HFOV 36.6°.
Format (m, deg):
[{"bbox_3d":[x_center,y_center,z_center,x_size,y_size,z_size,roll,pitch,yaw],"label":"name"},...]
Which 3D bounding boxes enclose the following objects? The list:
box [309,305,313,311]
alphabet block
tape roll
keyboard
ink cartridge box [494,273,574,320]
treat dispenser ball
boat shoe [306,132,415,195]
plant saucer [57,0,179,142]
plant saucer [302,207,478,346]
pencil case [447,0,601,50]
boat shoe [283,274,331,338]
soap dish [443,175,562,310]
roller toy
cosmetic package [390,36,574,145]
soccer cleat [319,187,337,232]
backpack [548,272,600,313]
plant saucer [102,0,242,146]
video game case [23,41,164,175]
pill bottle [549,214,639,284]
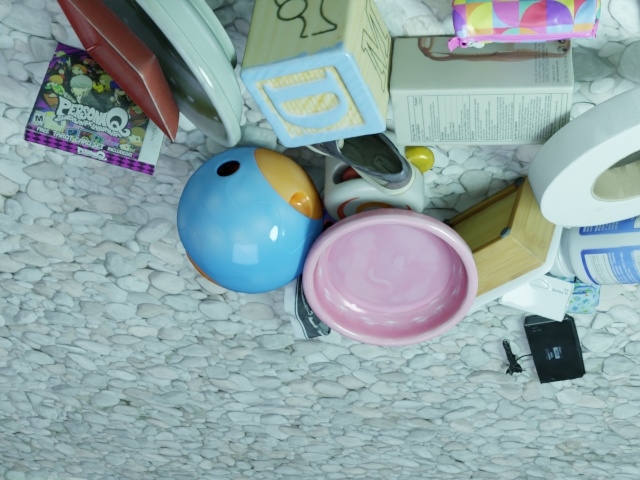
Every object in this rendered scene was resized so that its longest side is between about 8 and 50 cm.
[{"bbox_3d":[0.129,0.110,2.152,0.270,0.060,0.216,-3,-175,14],"label":"box"},{"bbox_3d":[0.000,-0.295,1.579,0.192,0.197,0.193,-6,143,21],"label":"alphabet block"},{"bbox_3d":[0.554,-0.146,1.675,0.392,0.072,0.392,-13,156,-6],"label":"tape roll"},{"bbox_3d":[0.556,0.279,2.447,0.201,0.033,0.317,-10,141,14],"label":"keyboard"},{"bbox_3d":[0.423,0.099,2.070,0.153,0.087,0.208,16,-178,-11],"label":"ink cartridge box"},{"bbox_3d":[-0.136,-0.040,1.893,0.288,0.288,0.288,5,145,4],"label":"treat dispenser ball"},{"bbox_3d":[0.048,-0.187,1.726,0.285,0.103,0.092,38,169,14],"label":"boat shoe"},{"bbox_3d":[-0.332,-0.310,1.604,0.258,0.048,0.259,46,171,15],"label":"plant saucer"},{"bbox_3d":[0.133,0.061,1.855,0.332,0.084,0.332,2,130,3],"label":"plant saucer"},{"bbox_3d":[0.319,-0.353,1.521,0.236,0.104,0.104,-3,144,14],"label":"pencil case"},{"bbox_3d":[-0.025,0.155,2.314,0.102,0.108,0.301,2,148,9],"label":"boat shoe"},{"bbox_3d":[0.344,0.009,1.943,0.118,0.229,0.291,42,135,-16],"label":"soap dish"},{"bbox_3d":[0.104,-0.121,1.854,0.191,0.146,0.209,8,155,-13],"label":"roller toy"},{"bbox_3d":[0.273,-0.255,1.644,0.296,0.129,0.153,1,147,9],"label":"cosmetic package"},{"bbox_3d":[0.000,0.000,2.074,0.108,0.116,0.318,17,144,-13],"label":"soccer cleat"},{"bbox_3d":[0.564,0.111,2.154,0.114,0.084,0.105,2,143,12],"label":"backpack"},{"bbox_3d":[-0.236,-0.330,1.537,0.400,0.100,0.400,47,170,11],"label":"plant saucer"},{"bbox_3d":[-0.386,-0.236,1.728,0.232,0.210,0.042,16,145,-11],"label":"video game case"},{"bbox_3d":[0.591,0.012,1.927,0.272,0.152,0.152,-5,146,44],"label":"pill bottle"}]
